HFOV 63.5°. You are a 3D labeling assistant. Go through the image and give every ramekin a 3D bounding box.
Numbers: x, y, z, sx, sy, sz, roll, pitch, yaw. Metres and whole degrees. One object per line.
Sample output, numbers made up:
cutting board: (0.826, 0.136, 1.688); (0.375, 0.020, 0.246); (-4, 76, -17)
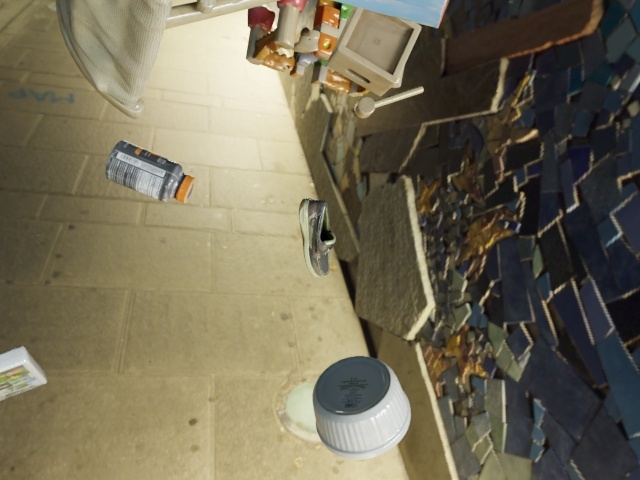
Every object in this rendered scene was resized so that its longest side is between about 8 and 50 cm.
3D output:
ramekin: (0.080, 0.340, 1.092); (0.207, 0.109, 0.207); (-12, 30, 7)

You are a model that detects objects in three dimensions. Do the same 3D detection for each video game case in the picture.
video game case: (-0.697, 0.295, 0.976); (0.299, 0.329, 0.036); (-18, 77, -27)

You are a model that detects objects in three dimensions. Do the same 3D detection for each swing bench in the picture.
swing bench: (-0.100, -0.261, 0.397); (0.165, 0.253, 0.255); (48, 66, -13)

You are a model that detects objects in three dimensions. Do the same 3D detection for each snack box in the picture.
snack box: (0.095, -0.363, 0.699); (0.174, 0.070, 0.207); (17, 36, 6)

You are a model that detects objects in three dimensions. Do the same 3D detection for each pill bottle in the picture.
pill bottle: (-0.507, -0.198, 1.565); (0.245, 0.131, 0.130); (23, 34, -8)

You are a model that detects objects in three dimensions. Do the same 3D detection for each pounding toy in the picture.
pounding toy: (0.106, -0.323, 0.991); (0.181, 0.206, 0.094); (26, -8, -12)

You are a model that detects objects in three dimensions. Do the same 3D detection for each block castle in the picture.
block castle: (0.027, -0.604, 1.548); (0.452, 0.213, 0.303); (9, 1, -29)

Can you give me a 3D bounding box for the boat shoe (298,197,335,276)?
boat shoe: (0.000, -0.001, 1.270); (0.073, 0.224, 0.080); (4, 34, 24)
